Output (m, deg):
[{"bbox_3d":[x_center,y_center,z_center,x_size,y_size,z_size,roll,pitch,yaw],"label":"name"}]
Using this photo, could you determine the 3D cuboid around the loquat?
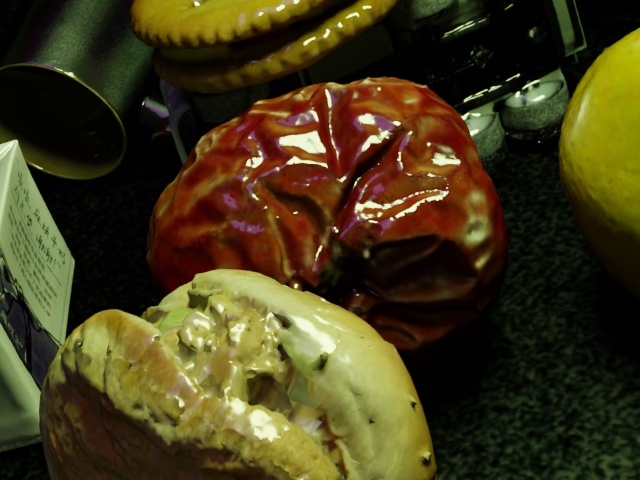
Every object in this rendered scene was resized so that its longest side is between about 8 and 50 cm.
[{"bbox_3d":[0.251,-0.058,0.929,0.213,0.213,0.246,-26,40,-7],"label":"loquat"}]

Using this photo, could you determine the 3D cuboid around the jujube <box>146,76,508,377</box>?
[{"bbox_3d":[0.000,0.000,0.967,0.232,0.213,0.213,-23,37,-2],"label":"jujube"}]

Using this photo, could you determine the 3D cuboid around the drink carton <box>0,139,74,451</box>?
[{"bbox_3d":[-0.262,0.042,1.104,0.102,0.134,0.222,-15,37,9],"label":"drink carton"}]

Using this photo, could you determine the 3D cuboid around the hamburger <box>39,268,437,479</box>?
[{"bbox_3d":[-0.044,0.139,0.801,0.146,0.243,0.286,-25,-8,-36],"label":"hamburger"}]

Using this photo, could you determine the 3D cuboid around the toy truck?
[{"bbox_3d":[0.050,-0.134,1.158,0.363,0.176,0.178,-27,28,-8],"label":"toy truck"}]

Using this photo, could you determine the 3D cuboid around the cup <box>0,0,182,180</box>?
[{"bbox_3d":[-0.179,-0.167,1.304,0.239,0.166,0.177,-2,44,25],"label":"cup"}]

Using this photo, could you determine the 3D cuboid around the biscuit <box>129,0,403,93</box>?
[{"bbox_3d":[-0.034,-0.186,1.063,0.220,0.066,0.220,-18,29,11],"label":"biscuit"}]
